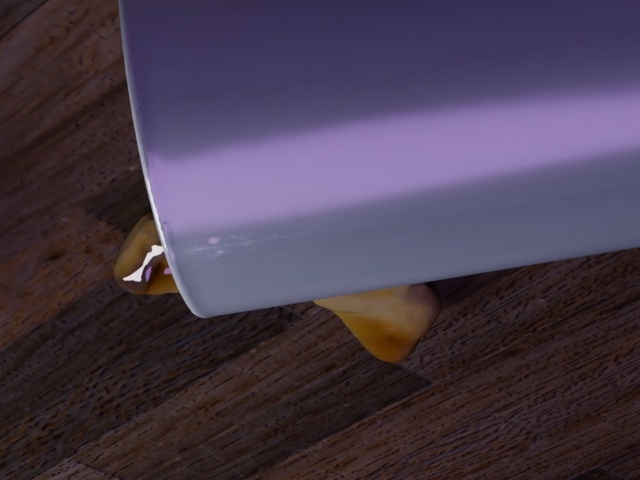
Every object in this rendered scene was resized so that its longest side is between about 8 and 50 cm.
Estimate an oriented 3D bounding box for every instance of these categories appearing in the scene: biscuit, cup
[{"bbox_3d":[0.000,0.000,1.073,0.208,0.047,0.164,16,142,-24],"label":"biscuit"},{"bbox_3d":[0.077,-0.086,0.822,0.312,0.205,0.205,-8,145,4],"label":"cup"}]
